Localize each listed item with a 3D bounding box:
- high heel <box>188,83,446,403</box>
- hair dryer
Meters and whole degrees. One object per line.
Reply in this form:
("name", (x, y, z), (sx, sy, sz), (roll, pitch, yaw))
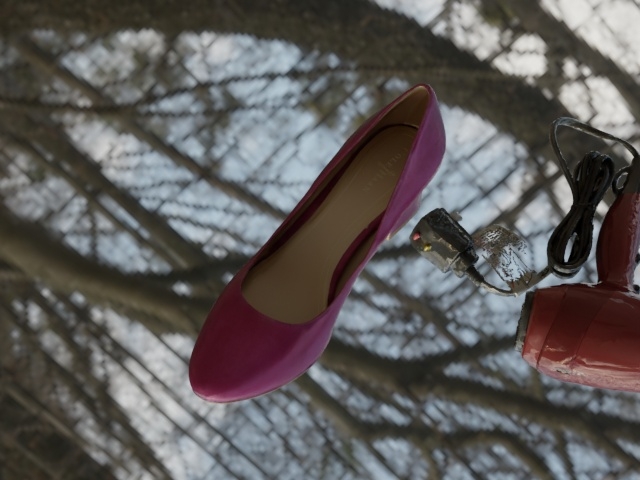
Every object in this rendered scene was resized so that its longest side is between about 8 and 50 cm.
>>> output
("high heel", (0.000, 0.000, 1.025), (0.082, 0.117, 0.244), (38, -121, 21))
("hair dryer", (0.237, 0.021, 1.275), (0.223, 0.080, 0.293), (-33, -116, -18))
